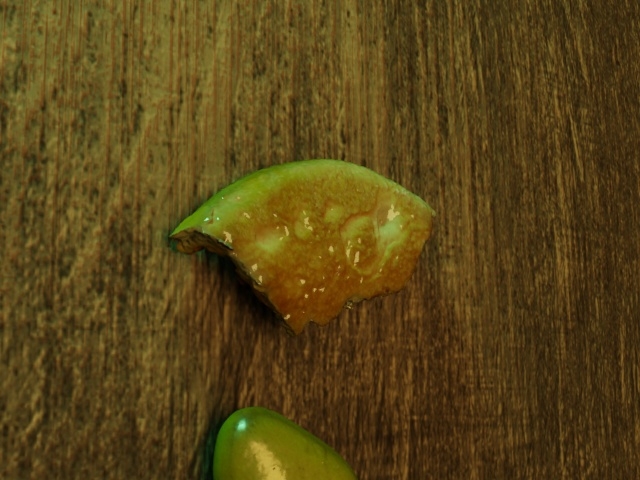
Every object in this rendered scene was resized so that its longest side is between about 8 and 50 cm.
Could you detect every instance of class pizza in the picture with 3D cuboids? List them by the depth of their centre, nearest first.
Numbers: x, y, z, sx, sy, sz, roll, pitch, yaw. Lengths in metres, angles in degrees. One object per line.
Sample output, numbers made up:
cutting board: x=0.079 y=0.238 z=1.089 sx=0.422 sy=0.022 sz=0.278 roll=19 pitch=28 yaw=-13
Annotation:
pizza: x=0.000 y=0.000 z=0.939 sx=0.365 sy=0.074 sz=0.182 roll=-13 pitch=90 yaw=-42

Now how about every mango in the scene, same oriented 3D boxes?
mango: x=-0.035 y=0.250 z=0.854 sx=0.137 sy=0.098 sz=0.195 roll=-39 pitch=100 yaw=-35
